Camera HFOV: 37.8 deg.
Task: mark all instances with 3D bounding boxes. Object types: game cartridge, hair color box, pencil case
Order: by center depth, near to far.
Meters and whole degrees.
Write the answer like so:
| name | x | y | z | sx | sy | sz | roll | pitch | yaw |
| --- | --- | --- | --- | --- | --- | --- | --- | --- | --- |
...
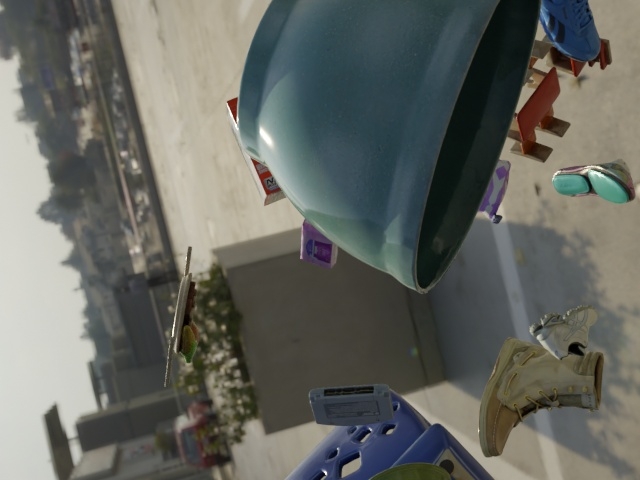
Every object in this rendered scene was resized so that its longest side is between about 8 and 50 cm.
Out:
| name | x | y | z | sx | sy | sz | roll | pitch | yaw |
| --- | --- | --- | --- | --- | --- | --- | --- | --- | --- |
| game cartridge | 0.033 | 0.173 | 0.974 | 0.017 | 0.083 | 0.056 | -87 | -11 | -47 |
| pencil case | 0.154 | -0.094 | 1.252 | 0.088 | 0.206 | 0.086 | 91 | -161 | -75 |
| hair color box | -0.100 | -0.148 | 1.526 | 0.093 | 0.053 | 0.167 | 122 | 124 | -79 |

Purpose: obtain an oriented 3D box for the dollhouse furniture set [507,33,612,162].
| name | x | y | z | sx | sy | sz | roll | pitch | yaw |
| --- | --- | --- | --- | --- | --- | --- | --- | --- | --- |
| dollhouse furniture set | 0.485 | -0.325 | 1.963 | 0.135 | 0.259 | 0.262 | 25 | 160 | 35 |

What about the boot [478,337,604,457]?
| name | x | y | z | sx | sy | sz | roll | pitch | yaw |
| --- | --- | --- | --- | --- | --- | --- | --- | --- | --- |
| boot | 0.422 | 0.307 | 1.780 | 0.262 | 0.203 | 0.095 | -61 | -37 | -36 |

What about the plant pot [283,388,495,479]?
| name | x | y | z | sx | sy | sz | roll | pitch | yaw |
| --- | --- | --- | --- | --- | --- | --- | --- | --- | --- |
| plant pot | 0.107 | 0.348 | 1.150 | 0.236 | 0.236 | 0.212 | 49 | 166 | -14 |

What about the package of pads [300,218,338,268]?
| name | x | y | z | sx | sy | sz | roll | pitch | yaw |
| --- | --- | --- | --- | --- | --- | --- | --- | --- | --- |
| package of pads | 0.000 | 0.000 | 1.292 | 0.083 | 0.050 | 0.032 | 94 | -162 | -53 |

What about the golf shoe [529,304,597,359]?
| name | x | y | z | sx | sy | sz | roll | pitch | yaw |
| --- | --- | --- | --- | --- | --- | --- | --- | --- | --- |
| golf shoe | 0.435 | 0.165 | 1.620 | 0.069 | 0.176 | 0.086 | -49 | 62 | 40 |

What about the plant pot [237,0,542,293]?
| name | x | y | z | sx | sy | sz | roll | pitch | yaw |
| --- | --- | --- | --- | --- | --- | --- | --- | --- | --- |
| plant pot | 0.051 | -0.124 | 0.816 | 0.293 | 0.196 | 0.293 | -58 | -20 | -35 |

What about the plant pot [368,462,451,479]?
| name | x | y | z | sx | sy | sz | roll | pitch | yaw |
| --- | --- | --- | --- | --- | --- | --- | --- | --- | --- |
| plant pot | 0.077 | 0.237 | 0.754 | 0.079 | 0.083 | 0.083 | -107 | 10 | -46 |

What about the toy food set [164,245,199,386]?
| name | x | y | z | sx | sy | sz | roll | pitch | yaw |
| --- | --- | --- | --- | --- | --- | --- | --- | --- | --- |
| toy food set | -0.196 | 0.112 | 1.398 | 0.132 | 0.038 | 0.192 | 106 | 171 | -48 |

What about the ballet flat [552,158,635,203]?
| name | x | y | z | sx | sy | sz | roll | pitch | yaw |
| --- | --- | --- | --- | --- | --- | --- | --- | --- | --- |
| ballet flat | 0.515 | -0.115 | 1.715 | 0.077 | 0.079 | 0.221 | 62 | 165 | -14 |

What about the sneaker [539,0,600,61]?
| name | x | y | z | sx | sy | sz | roll | pitch | yaw |
| --- | --- | --- | --- | --- | --- | --- | --- | --- | --- |
| sneaker | 0.377 | -0.356 | 1.422 | 0.209 | 0.069 | 0.082 | 49 | 160 | -24 |
